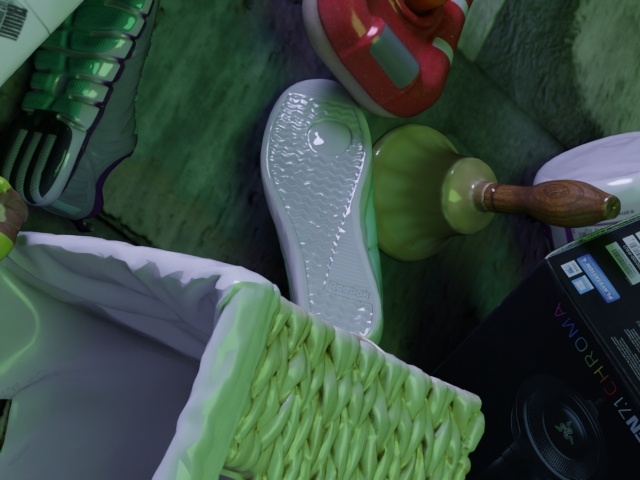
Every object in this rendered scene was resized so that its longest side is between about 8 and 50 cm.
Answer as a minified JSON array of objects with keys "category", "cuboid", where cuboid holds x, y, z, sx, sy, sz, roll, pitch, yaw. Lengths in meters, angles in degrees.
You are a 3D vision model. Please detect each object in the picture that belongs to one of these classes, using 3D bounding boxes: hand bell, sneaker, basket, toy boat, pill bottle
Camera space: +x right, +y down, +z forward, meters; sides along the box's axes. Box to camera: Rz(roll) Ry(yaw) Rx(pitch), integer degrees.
[{"category":"hand bell","cuboid":[0.155,-0.035,1.335,0.126,0.242,0.126,-3,96,-36]},{"category":"sneaker","cuboid":[0.000,0.000,1.331,0.094,0.151,0.256,-4,65,-3]},{"category":"basket","cuboid":[-0.116,0.192,1.102,0.266,0.331,0.328,27,77,-41]},{"category":"toy boat","cuboid":[0.092,-0.220,1.310,0.151,0.151,0.231,47,45,-30]},{"category":"sneaker","cuboid":[-0.167,-0.120,1.203,0.098,0.083,0.223,41,70,-57]},{"category":"pill bottle","cuboid":[0.316,0.059,1.512,0.169,0.169,0.301,-27,110,-33]}]

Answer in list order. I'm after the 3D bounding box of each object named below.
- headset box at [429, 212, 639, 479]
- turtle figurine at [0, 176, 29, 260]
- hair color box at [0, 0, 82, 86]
[{"category":"headset box","cuboid":[0.230,0.162,1.351,0.131,0.283,0.246,-20,70,-35]},{"category":"turtle figurine","cuboid":[-0.259,0.060,1.046,0.087,0.269,0.217,33,50,-25]},{"category":"hair color box","cuboid":[-0.206,-0.279,1.127,0.339,0.110,0.185,-51,122,-25]}]
